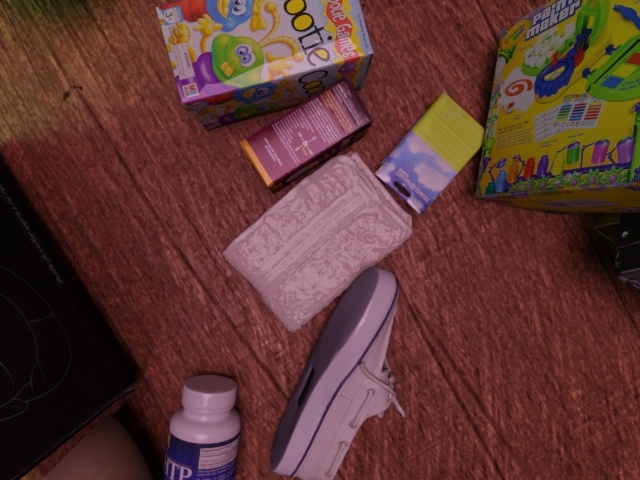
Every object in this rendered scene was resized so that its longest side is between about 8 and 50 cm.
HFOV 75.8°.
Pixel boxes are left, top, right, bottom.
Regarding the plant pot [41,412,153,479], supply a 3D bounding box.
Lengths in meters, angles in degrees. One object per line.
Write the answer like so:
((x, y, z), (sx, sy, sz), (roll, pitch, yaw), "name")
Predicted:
((-0.331, 0.418, 0.559), (0.191, 0.284, 0.284), (43, 89, -2), "plant pot")

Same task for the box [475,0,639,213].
((0.390, -0.187, 0.554), (0.176, 0.290, 0.280), (9, 91, -17), "box")

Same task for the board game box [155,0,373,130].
((-0.077, -0.289, 0.631), (0.274, 0.142, 0.145), (-16, 91, -1), "board game box")

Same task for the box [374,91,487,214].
((0.183, -0.142, 0.688), (0.109, 0.042, 0.178), (41, 89, -1), "box")

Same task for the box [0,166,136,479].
((-0.515, 0.097, 0.419), (0.297, 0.472, 0.480), (-33, 90, -3), "box")

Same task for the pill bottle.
((-0.184, 0.318, 0.647), (0.111, 0.112, 0.187), (7, 90, -2), "pill bottle")

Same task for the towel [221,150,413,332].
((0.000, 0.000, 0.682), (0.282, 0.049, 0.187), (-41, 91, -1), "towel")

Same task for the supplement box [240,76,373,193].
((-0.021, -0.160, 0.653), (0.188, 0.104, 0.081), (-32, 92, -1), "supplement box")

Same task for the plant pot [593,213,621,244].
((0.532, -0.037, 0.683), (0.081, 0.081, 0.083), (36, 79, -1), "plant pot")

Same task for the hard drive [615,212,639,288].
((0.583, -0.049, 0.627), (0.236, 0.064, 0.339), (27, 70, -5), "hard drive")

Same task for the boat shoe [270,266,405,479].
((0.062, 0.226, 0.640), (0.156, 0.136, 0.368), (23, 98, -11), "boat shoe")
